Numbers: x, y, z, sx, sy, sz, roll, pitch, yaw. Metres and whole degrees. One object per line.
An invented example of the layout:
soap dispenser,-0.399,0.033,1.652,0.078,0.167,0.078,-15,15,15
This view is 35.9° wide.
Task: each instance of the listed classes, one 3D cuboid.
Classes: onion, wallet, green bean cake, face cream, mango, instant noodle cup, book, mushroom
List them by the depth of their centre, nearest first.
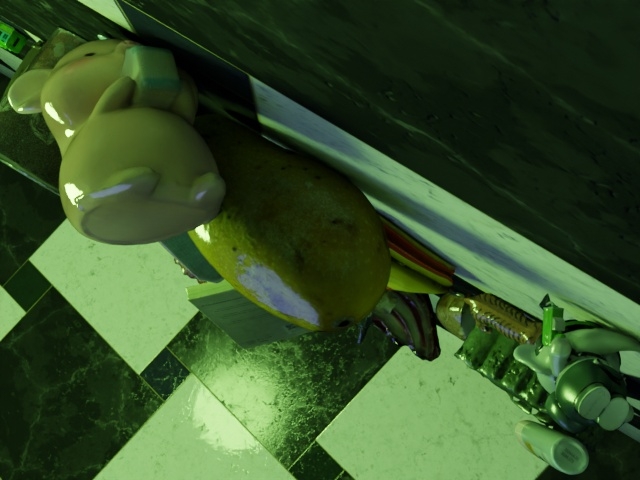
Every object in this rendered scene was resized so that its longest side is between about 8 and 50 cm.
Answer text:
mango,-0.059,-0.029,1.187,0.329,0.176,0.176,38,-151,4
instant noodle cup,-0.359,-0.174,1.422,0.217,0.207,0.217,30,176,3
wallet,0.069,0.019,1.431,0.241,0.067,0.141,31,158,-36
face cream,0.388,0.348,1.667,0.084,0.057,0.198,40,174,-1
green bean cake,0.377,0.233,1.688,0.255,0.132,0.241,31,177,36
book,-0.085,0.117,1.707,0.214,0.025,0.283,-14,153,8
mushroom,0.274,0.150,1.853,0.094,0.072,0.210,39,-177,34
onion,0.106,0.086,1.937,0.314,0.146,0.280,24,-168,-15

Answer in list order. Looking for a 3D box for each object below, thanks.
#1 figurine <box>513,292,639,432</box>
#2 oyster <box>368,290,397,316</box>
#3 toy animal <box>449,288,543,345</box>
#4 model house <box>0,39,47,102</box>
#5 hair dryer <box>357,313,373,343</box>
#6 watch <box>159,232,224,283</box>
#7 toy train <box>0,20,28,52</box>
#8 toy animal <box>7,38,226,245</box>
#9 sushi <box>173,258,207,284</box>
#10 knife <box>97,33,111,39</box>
figurine,0.308,0.151,1.161,0.147,0.126,0.192,21,-166,-7
oyster,0.008,-0.008,1.599,0.275,0.100,0.271,49,-176,24
toy animal,0.295,0.127,1.530,0.241,0.057,0.099,31,171,24
model house,-0.425,-0.196,1.660,0.204,0.211,0.243,30,177,-28
hair dryer,0.072,0.087,1.773,0.173,0.195,0.050,31,-154,13
watch,-0.152,-0.072,1.429,0.253,0.161,0.241,50,-168,-31
toy train,-0.636,-0.405,1.831,0.209,0.042,0.044,29,176,23
toy animal,-0.216,-0.118,1.077,0.195,0.256,0.213,3,149,-30
sushi,-0.133,-0.019,1.788,0.270,0.171,0.236,40,-137,23
knife,-0.227,-0.207,1.303,0.063,0.035,0.260,31,175,12
